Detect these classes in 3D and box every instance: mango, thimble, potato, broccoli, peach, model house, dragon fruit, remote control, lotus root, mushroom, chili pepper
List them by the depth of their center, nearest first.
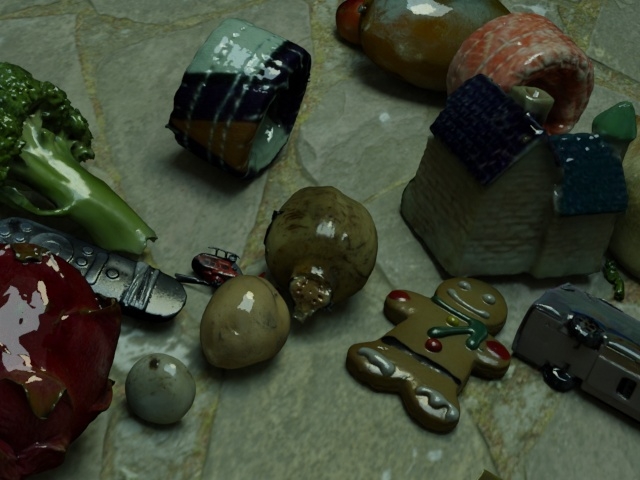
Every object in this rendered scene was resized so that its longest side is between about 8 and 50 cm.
[{"bbox_3d":[-0.336,0.120,1.232,0.250,0.250,0.315,24,35,9],"label":"dragon fruit"},{"bbox_3d":[-0.186,0.174,1.353,0.085,0.085,0.079,23,9,8],"label":"mushroom"},{"bbox_3d":[-0.097,0.100,1.446,0.112,0.112,0.147,22,31,6],"label":"potato"},{"bbox_3d":[-0.303,0.048,1.476,0.266,0.066,0.090,21,51,-1],"label":"remote control"},{"bbox_3d":[-0.397,-0.102,1.568,0.302,0.186,0.254,47,16,-36],"label":"broccoli"},{"bbox_3d":[0.000,0.000,1.581,0.154,0.140,0.257,19,30,-9],"label":"lotus root"},{"bbox_3d":[0.314,-0.110,1.718,0.298,0.284,0.243,-5,42,-25],"label":"model house"},{"bbox_3d":[-0.117,-0.214,1.747,0.150,0.237,0.237,29,39,10],"label":"thimble"},{"bbox_3d":[0.460,0.061,1.778,0.027,0.022,0.083,9,42,-13],"label":"chili pepper"},{"bbox_3d":[0.346,-0.271,1.983,0.239,0.239,0.162,-8,40,-29],"label":"thimble"},{"bbox_3d":[0.242,-0.371,2.105,0.384,0.199,0.221,16,40,-25],"label":"mango"},{"bbox_3d":[0.076,-0.424,2.184,0.100,0.101,0.101,11,38,-8],"label":"peach"}]

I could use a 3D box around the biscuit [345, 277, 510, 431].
[{"bbox_3d":[0.166,0.130,1.557,0.197,0.049,0.301,33,39,17],"label":"biscuit"}]

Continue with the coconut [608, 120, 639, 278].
[{"bbox_3d":[0.602,-0.072,1.810,0.297,0.254,0.297,11,36,-8],"label":"coconut"}]

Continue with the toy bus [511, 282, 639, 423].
[{"bbox_3d":[0.428,0.172,1.558,0.317,0.112,0.138,32,35,17],"label":"toy bus"}]

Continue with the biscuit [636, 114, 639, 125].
[{"bbox_3d":[0.652,-0.202,2.181,0.184,0.027,0.133,-4,40,-26],"label":"biscuit"}]

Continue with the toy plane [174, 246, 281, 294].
[{"bbox_3d":[-0.122,0.050,1.553,0.145,0.037,0.060,18,41,3],"label":"toy plane"}]

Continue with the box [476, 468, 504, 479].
[{"bbox_3d":[0.229,0.334,1.342,0.133,0.023,0.090,29,40,15],"label":"box"}]
